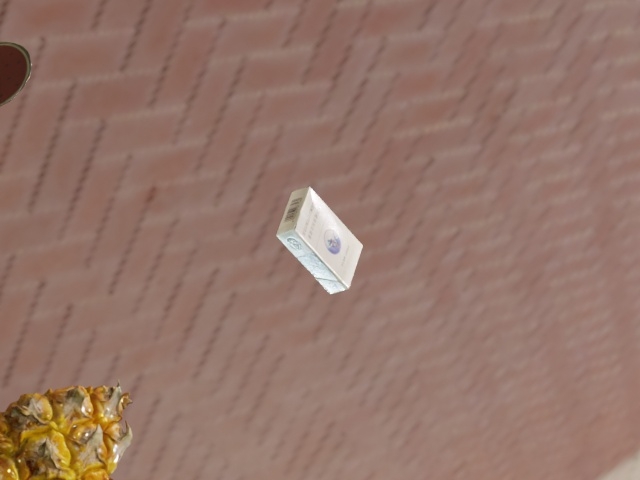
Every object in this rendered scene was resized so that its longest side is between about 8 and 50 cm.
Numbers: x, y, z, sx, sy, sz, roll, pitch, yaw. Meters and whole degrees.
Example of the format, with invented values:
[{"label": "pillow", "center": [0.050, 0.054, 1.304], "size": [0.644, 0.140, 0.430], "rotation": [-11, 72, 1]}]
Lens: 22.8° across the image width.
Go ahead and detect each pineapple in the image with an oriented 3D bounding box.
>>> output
[{"label": "pineapple", "center": [-0.355, 0.289, 1.804], "size": [0.334, 0.158, 0.161], "rotation": [-31, 144, -1]}]

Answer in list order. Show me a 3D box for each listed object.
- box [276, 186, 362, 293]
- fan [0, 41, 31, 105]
[{"label": "box", "center": [0.000, 0.000, 1.392], "size": [0.024, 0.054, 0.083], "rotation": [-18, 129, 35]}, {"label": "fan", "center": [-0.327, -0.137, 1.487], "size": [0.133, 0.085, 0.005], "rotation": [-46, 146, -13]}]
